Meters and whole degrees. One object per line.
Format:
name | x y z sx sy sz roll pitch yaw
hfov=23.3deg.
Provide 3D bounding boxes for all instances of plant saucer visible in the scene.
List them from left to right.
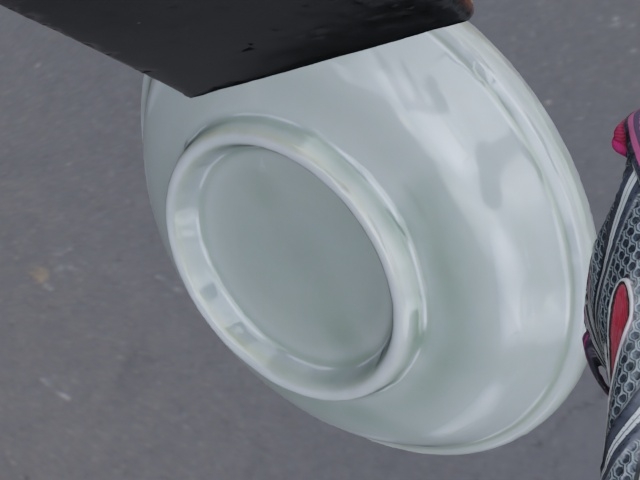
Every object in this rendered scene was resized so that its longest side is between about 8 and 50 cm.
plant saucer | 0.000 0.000 1.094 0.100 0.400 0.400 -38 103 -40

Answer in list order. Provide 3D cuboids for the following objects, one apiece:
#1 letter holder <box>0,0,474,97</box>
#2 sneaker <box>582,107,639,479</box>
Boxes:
letter holder | -0.065 -0.205 0.622 0.152 0.302 0.214 -14 79 18
sneaker | 0.153 0.069 0.622 0.121 0.112 0.299 38 60 -36
